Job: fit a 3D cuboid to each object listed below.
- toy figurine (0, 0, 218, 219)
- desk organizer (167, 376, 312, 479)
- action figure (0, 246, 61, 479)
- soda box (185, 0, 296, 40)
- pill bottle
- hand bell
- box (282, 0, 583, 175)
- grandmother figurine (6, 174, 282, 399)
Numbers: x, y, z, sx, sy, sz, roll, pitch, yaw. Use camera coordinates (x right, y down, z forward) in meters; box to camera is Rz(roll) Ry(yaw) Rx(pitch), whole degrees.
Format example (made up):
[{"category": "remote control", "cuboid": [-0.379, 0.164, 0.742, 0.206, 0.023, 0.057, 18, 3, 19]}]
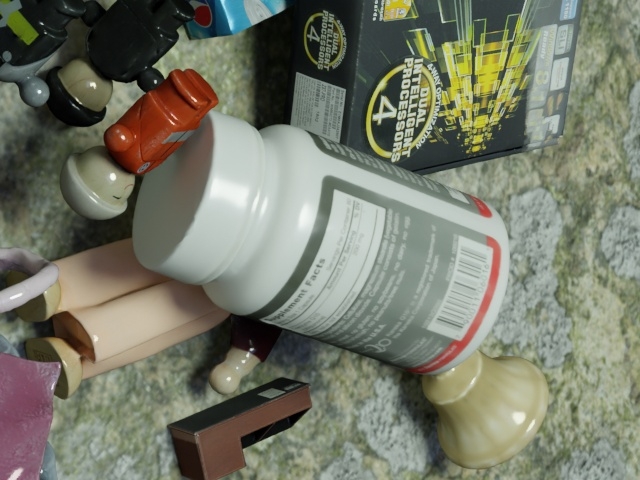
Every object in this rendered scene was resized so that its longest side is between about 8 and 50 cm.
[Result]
[{"category": "toy figurine", "cuboid": [-0.201, -0.142, 1.293, 0.148, 0.213, 0.209, -42, 128, 20]}, {"category": "desk organizer", "cuboid": [-0.068, 0.171, 1.515, 0.130, 0.047, 0.050, -20, 106, -34]}, {"category": "action figure", "cuboid": [-0.356, 0.119, 1.167, 0.370, 0.248, 0.275, 12, 89, -31]}, {"category": "soda box", "cuboid": [-0.030, -0.251, 1.507, 0.210, 0.071, 0.067, -32, 110, -31]}, {"category": "pill bottle", "cuboid": [0.000, 0.000, 1.377, 0.283, 0.161, 0.161, 20, 80, -28]}, {"category": "hand bell", "cuboid": [0.099, 0.102, 1.569, 0.242, 0.126, 0.126, 44, 67, -36]}, {"category": "box", "cuboid": [0.118, -0.260, 1.516, 0.318, 0.097, 0.395, -15, 119, -45]}, {"category": "grandmother figurine", "cuboid": [-0.093, 0.032, 1.460, 0.342, 0.104, 0.207, -22, 114, -31]}]
